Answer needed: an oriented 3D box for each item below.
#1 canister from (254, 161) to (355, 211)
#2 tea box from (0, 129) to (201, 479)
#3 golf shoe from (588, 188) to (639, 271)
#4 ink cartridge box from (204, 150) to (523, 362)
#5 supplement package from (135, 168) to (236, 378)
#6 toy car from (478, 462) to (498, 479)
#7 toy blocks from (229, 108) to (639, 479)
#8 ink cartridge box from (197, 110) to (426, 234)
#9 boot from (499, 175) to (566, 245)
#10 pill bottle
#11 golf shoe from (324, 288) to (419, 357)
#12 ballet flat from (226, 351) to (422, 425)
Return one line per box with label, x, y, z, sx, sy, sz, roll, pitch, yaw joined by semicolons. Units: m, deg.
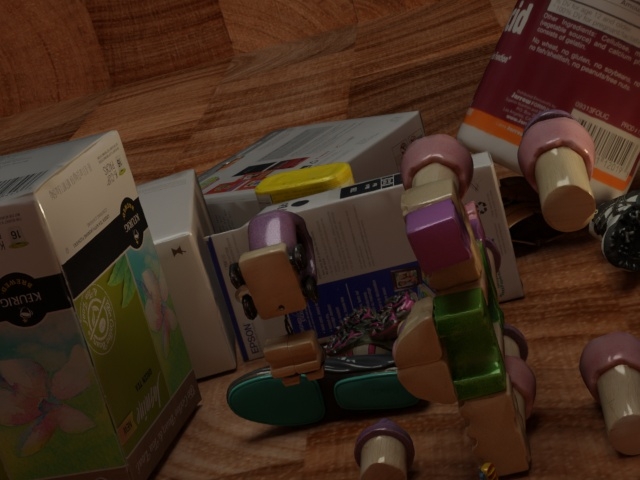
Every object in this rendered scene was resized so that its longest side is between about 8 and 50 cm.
canister;0.000;0.000;1.633;0.126;0.170;0.073;-9;20;22
tea box;-0.342;0.095;1.396;0.329;0.323;0.220;-11;18;17
golf shoe;0.342;-0.006;1.535;0.094;0.077;0.198;-18;7;34
ink cartridge box;0.050;0.020;1.541;0.333;0.165;0.065;-13;18;5
supplement package;-0.211;0.050;1.657;0.175;0.177;0.293;-16;17;0
toy car;0.092;0.215;1.123;0.060;0.040;0.122;3;27;46
toy blocks;0.119;0.041;1.228;0.309;0.288;0.260;-15;24;11
ink cartridge box;-0.030;-0.062;1.909;0.272;0.130;0.309;-3;22;38
boot;0.205;-0.024;1.694;0.197;0.073;0.152;-21;22;-5
pill bottle;0.343;-0.253;1.666;0.224;0.392;0.224;24;7;-3
golf shoe;0.068;0.111;1.426;0.067;0.086;0.186;-53;14;-25
ballet flat;0.009;0.144;1.364;0.203;0.074;0.074;-6;19;10
